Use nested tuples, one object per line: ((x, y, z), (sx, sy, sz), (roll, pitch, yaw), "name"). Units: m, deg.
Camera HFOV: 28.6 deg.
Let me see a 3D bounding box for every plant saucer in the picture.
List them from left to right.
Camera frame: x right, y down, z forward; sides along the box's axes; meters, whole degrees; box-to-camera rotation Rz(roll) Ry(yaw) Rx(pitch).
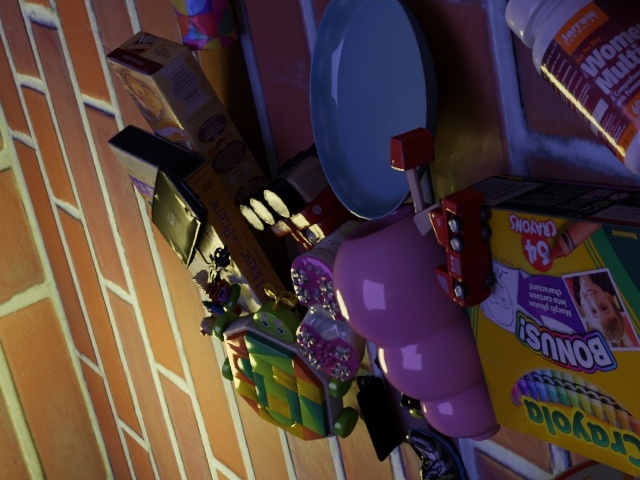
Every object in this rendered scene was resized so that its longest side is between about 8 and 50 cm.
((0.073, -0.187, 1.669), (0.317, 0.043, 0.318), (24, 117, 61), "plant saucer")

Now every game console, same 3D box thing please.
((0.081, 0.296, 2.089), (0.107, 0.071, 0.122), (-4, 107, 63), "game console")

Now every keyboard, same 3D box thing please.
((-0.216, -0.011, 2.111), (0.201, 0.033, 0.317), (54, 164, 6), "keyboard")

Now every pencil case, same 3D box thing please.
((-0.197, -0.418, 2.006), (0.104, 0.104, 0.236), (27, 134, 53), "pencil case")

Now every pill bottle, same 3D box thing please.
((0.289, -0.179, 1.250), (0.221, 0.121, 0.121), (53, 151, 26), "pill bottle")

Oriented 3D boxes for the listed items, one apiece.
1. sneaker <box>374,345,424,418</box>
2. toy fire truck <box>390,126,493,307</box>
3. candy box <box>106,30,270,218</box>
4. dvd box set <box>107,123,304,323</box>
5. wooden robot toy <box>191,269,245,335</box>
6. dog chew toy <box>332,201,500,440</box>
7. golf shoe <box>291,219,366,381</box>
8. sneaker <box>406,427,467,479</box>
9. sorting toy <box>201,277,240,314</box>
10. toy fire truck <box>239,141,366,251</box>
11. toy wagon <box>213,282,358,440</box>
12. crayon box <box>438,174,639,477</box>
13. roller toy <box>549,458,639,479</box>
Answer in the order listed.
((0.119, 0.146, 1.853), (0.084, 0.097, 0.235), (-40, 72, 57), "sneaker")
((0.144, -0.027, 1.498), (0.135, 0.047, 0.192), (32, 136, 53), "toy fire truck")
((-0.220, -0.196, 2.138), (0.183, 0.087, 0.316), (28, 153, 53), "candy box")
((-0.194, 0.000, 2.235), (0.307, 0.062, 0.420), (26, 151, 53), "dvd box set")
((-0.187, 0.140, 2.271), (0.076, 0.079, 0.173), (20, 147, 57), "wooden robot toy")
((0.154, 0.118, 1.680), (0.332, 0.206, 0.206), (63, 155, -11), "dog chew toy")
((0.037, 0.094, 1.861), (0.115, 0.140, 0.306), (27, 148, 20), "golf shoe")
((0.184, 0.378, 1.954), (0.188, 0.078, 0.067), (64, 154, 6), "sneaker")
((-0.178, 0.094, 2.169), (0.102, 0.042, 0.061), (14, 80, 66), "sorting toy")
((0.000, 0.000, 1.951), (0.246, 0.158, 0.217), (48, 161, -7), "toy fire truck")
((-0.068, 0.211, 2.169), (0.267, 0.068, 0.344), (23, 144, 25), "toy wagon")
((0.311, 0.097, 1.448), (0.363, 0.106, 0.313), (12, 121, 60), "crayon box")
((0.355, 0.349, 1.471), (0.191, 0.209, 0.146), (-16, 100, 27), "roller toy")
